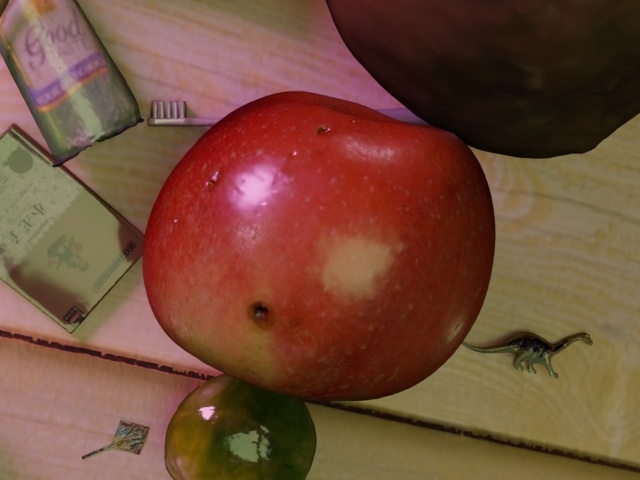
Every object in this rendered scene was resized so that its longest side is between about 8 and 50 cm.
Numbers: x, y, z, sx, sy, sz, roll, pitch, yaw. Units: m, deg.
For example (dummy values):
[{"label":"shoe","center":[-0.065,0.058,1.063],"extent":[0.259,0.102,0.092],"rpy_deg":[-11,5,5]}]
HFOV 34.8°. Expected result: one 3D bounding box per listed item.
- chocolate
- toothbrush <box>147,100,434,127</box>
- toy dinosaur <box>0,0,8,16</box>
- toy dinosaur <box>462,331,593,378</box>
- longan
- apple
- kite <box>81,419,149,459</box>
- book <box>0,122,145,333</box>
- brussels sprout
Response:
[{"label":"chocolate","center":[-0.290,-0.226,1.028],"extent":[0.110,0.110,0.291],"rpy_deg":[-29,104,-8]},{"label":"toothbrush","center":[-0.022,-0.139,1.149],"extent":[0.342,0.025,0.030],"rpy_deg":[0,98,-14]},{"label":"toy dinosaur","center":[-0.389,-0.149,0.997],"extent":[0.251,0.072,0.200],"rpy_deg":[-2,103,23]},{"label":"toy dinosaur","center":[0.256,0.143,1.266],"extent":[0.180,0.037,0.058],"rpy_deg":[2,76,-22]},{"label":"longan","center":[0.188,-0.298,0.979],"extent":[0.404,0.436,0.404],"rpy_deg":[-3,72,9]},{"label":"apple","center":[0.000,0.000,1.011],"extent":[0.348,0.348,0.277],"rpy_deg":[12,102,-16]},{"label":"kite","center":[-0.235,0.228,1.172],"extent":[0.078,0.002,0.044],"rpy_deg":[-2,101,-14]},{"label":"book","center":[-0.301,-0.011,1.104],"extent":[0.198,0.016,0.138],"rpy_deg":[42,88,-18]},{"label":"brussels sprout","center":[-0.084,0.235,1.141],"extent":[0.161,0.144,0.181],"rpy_deg":[-34,131,-26]}]
